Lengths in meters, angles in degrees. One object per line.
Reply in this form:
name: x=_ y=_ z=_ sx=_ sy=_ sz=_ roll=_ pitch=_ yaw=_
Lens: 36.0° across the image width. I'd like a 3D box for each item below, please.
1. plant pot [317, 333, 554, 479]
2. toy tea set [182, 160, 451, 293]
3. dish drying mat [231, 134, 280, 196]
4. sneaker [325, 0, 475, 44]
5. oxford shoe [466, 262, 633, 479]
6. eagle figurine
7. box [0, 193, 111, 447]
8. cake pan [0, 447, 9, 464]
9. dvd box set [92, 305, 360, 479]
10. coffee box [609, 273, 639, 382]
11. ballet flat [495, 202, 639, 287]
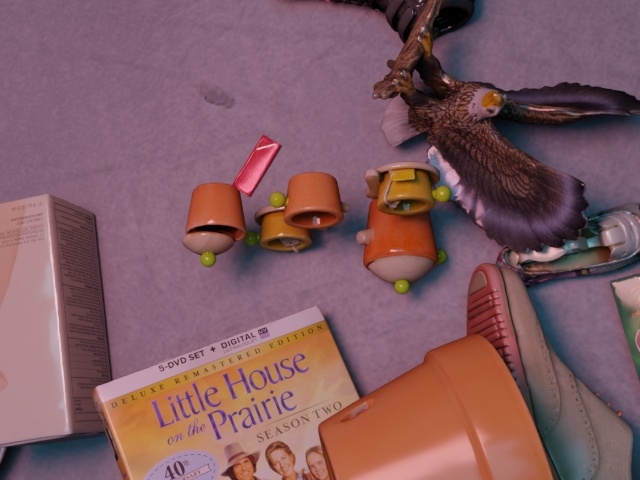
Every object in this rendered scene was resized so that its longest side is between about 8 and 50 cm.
plant pot: x=0.120 y=0.271 z=1.083 sx=0.203 sy=0.291 sz=0.291 roll=-17 pitch=77 yaw=-5
toy tea set: x=0.000 y=0.000 z=1.221 sx=0.335 sy=0.200 sz=0.124 roll=-5 pitch=71 yaw=11
dish drying mat: x=-0.088 y=-0.103 z=1.353 sx=0.032 sy=0.008 sz=0.083 roll=31 pitch=88 yaw=14
sneaker: x=0.071 y=-0.330 z=1.307 sx=0.295 sy=0.104 sz=0.147 roll=-8 pitch=74 yaw=6
oxford shoe: x=0.281 y=0.210 z=1.178 sx=0.146 sy=0.140 sz=0.397 roll=-14 pitch=82 yaw=-12
eagle figurine: x=0.214 y=-0.145 z=1.211 sx=0.298 sy=0.225 sz=0.226 roll=31 pitch=119 yaw=-6
box: x=-0.367 y=0.110 z=1.306 sx=0.121 sy=0.148 sz=0.311 roll=-10 pitch=77 yaw=10
cake pan: x=-0.551 y=0.244 z=1.367 sx=0.293 sy=0.054 sz=0.293 roll=-2 pitch=81 yaw=11
dvd box set: x=-0.056 y=0.319 z=1.181 sx=0.307 sy=0.062 sz=0.421 roll=-18 pitch=75 yaw=-22
coffee box: x=0.428 y=0.121 z=1.179 sx=0.113 sy=0.040 sz=0.184 roll=-20 pitch=76 yaw=24
ballet flat: x=0.324 y=0.006 z=1.213 sx=0.221 sy=0.079 sz=0.077 roll=-16 pitch=79 yaw=8
